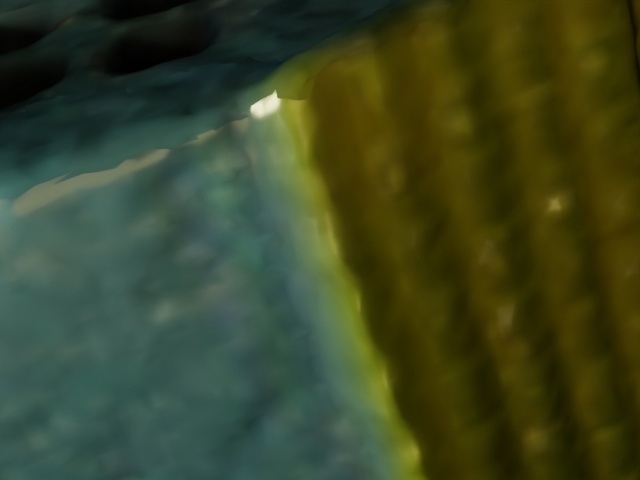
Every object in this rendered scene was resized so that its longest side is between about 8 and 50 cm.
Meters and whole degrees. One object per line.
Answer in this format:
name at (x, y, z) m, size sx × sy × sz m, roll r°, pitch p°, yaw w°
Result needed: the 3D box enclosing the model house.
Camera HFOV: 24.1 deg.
model house at (0.000, 0.000, 0.545) m, size 0.303 × 0.215 × 0.237 m, roll -14°, pitch 121°, yaw 9°
